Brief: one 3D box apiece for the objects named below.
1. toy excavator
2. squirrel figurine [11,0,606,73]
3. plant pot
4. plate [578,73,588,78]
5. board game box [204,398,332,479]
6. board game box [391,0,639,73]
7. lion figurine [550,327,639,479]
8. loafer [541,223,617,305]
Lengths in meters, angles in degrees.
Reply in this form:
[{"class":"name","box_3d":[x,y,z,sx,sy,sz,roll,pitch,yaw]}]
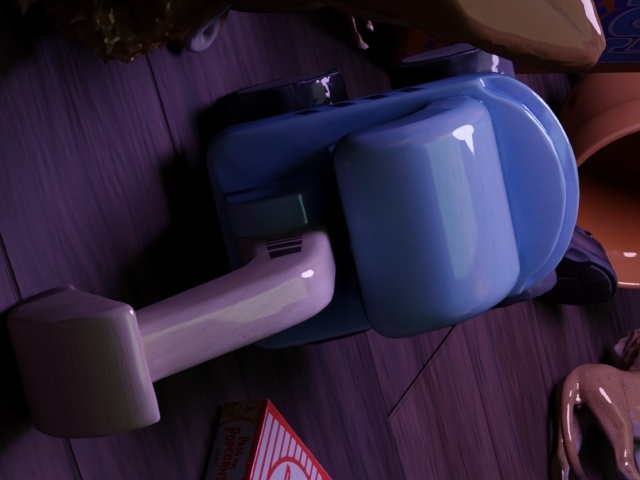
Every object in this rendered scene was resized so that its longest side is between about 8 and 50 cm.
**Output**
[{"class":"toy excavator","box_3d":[0.000,0.000,1.221,0.445,0.433,0.222,-116,-167,-80]},{"class":"squirrel figurine","box_3d":[-0.030,-0.255,1.175,0.397,0.370,0.281,-3,93,-35]},{"class":"plant pot","box_3d":[0.428,-0.106,2.166,0.203,0.291,0.291,-96,161,-48]},{"class":"plate","box_3d":[0.357,-0.395,2.331,0.278,0.045,0.277,60,32,-39]},{"class":"board game box","box_3d":[-0.048,0.246,1.297,0.146,0.045,0.193,56,36,-44]},{"class":"board game box","box_3d":[0.257,-0.383,1.605,0.356,0.357,0.356,112,-24,-78]},{"class":"lion figurine","box_3d":[0.400,0.222,2.144,0.392,0.142,0.240,12,65,-59]},{"class":"loafer","box_3d":[0.290,-0.001,2.015,0.302,0.109,0.095,32,50,-55]}]
